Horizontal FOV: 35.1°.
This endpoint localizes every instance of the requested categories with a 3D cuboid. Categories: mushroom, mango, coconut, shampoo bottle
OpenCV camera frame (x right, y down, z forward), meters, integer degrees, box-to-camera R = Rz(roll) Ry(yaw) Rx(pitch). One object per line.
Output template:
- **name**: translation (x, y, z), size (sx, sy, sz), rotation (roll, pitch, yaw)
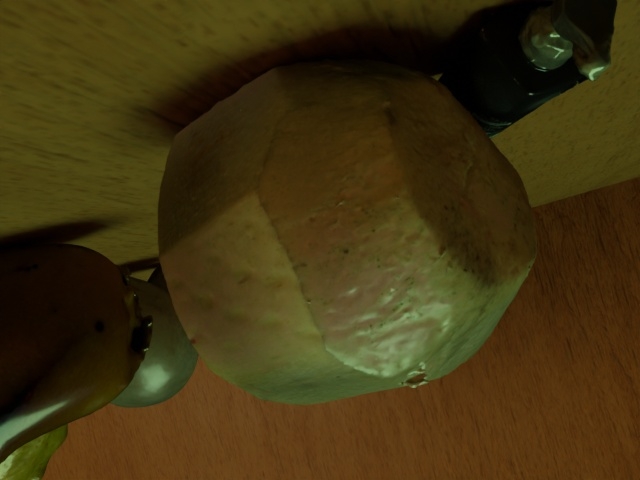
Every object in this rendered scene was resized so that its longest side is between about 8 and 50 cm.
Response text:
- **mushroom**: translation (-0.256, 0.118, 1.419), size (0.207, 0.207, 0.215), rotation (-19, -152, 38)
- **mango**: translation (-0.297, 0.102, 0.917), size (0.287, 0.201, 0.153), rotation (-26, 158, -14)
- **coconut**: translation (0.010, -0.002, 0.627), size (0.236, 0.197, 0.237), rotation (-21, 176, -1)
- **shampoo bottle**: translation (0.118, -0.101, 0.608), size (0.057, 0.064, 0.207), rotation (-24, 177, -13)

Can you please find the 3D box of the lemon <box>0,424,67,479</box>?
- **lemon**: translation (-0.465, 0.219, 1.294), size (0.316, 0.285, 0.285), rotation (-32, 179, -14)
